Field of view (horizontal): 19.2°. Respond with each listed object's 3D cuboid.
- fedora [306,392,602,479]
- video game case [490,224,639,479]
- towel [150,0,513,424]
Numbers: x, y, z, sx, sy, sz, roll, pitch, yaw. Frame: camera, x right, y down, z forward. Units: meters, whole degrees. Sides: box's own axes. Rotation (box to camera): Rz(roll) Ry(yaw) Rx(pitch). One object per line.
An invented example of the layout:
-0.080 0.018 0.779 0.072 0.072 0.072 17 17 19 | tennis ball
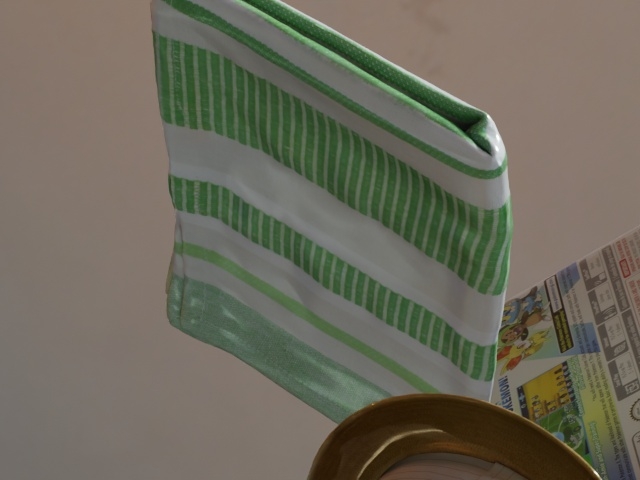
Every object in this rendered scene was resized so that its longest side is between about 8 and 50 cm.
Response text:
0.055 0.162 0.824 0.194 0.079 0.194 16 -63 33 | fedora
0.184 0.104 1.275 0.300 0.329 0.036 -31 -68 14 | video game case
0.000 0.000 1.124 0.248 0.038 0.325 30 -35 21 | towel
